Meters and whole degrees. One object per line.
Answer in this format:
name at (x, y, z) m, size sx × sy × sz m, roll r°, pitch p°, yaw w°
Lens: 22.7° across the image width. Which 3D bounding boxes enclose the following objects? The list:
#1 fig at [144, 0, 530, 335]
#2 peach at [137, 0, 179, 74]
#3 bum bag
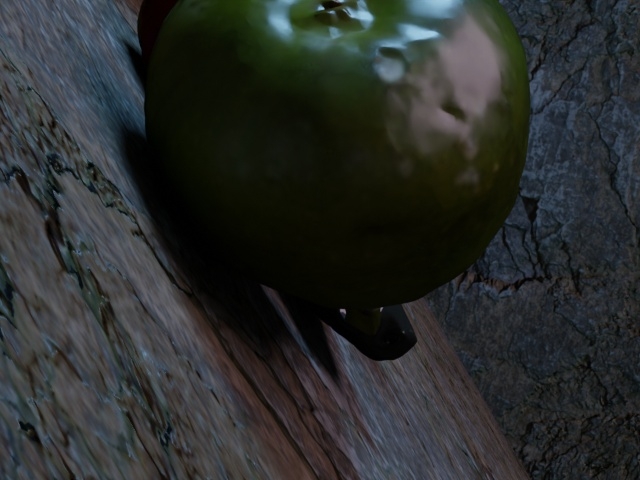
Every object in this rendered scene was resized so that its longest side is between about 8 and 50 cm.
fig at (-0.008, -0.047, 0.949) m, size 0.233 × 0.233 × 0.314 m, roll 61°, pitch -33°, yaw 14°
peach at (-0.026, -0.144, 1.114) m, size 0.197 × 0.197 × 0.197 m, roll 59°, pitch 5°, yaw -8°
bum bag at (0.000, 0.000, 1.254) m, size 0.326 × 0.079 × 0.142 m, roll -118°, pitch -177°, yaw -68°
